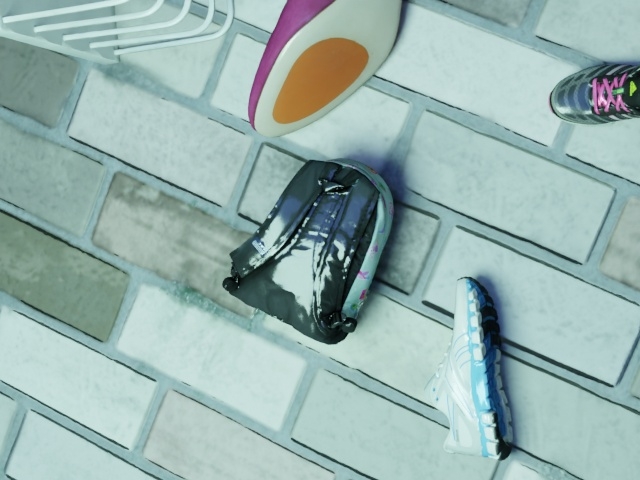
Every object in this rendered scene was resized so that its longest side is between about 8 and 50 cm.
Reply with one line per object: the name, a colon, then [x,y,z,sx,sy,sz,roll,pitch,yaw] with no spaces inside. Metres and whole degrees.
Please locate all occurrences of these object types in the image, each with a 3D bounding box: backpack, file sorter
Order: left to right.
file sorter: [-0.217,-0.305,1.530,0.173,0.278,0.193,-6,88,16]
backpack: [0.000,0.000,1.533,0.152,0.115,0.182,25,98,7]

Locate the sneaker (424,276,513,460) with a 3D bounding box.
sneaker: [0.143,0.133,1.506,0.083,0.071,0.190,-6,88,26]

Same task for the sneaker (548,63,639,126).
sneaker: [0.305,-0.147,1.438,0.170,0.075,0.063,-1,90,21]

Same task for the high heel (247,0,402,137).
high heel: [0.018,-0.293,1.552,0.377,0.127,0.181,-51,46,18]
